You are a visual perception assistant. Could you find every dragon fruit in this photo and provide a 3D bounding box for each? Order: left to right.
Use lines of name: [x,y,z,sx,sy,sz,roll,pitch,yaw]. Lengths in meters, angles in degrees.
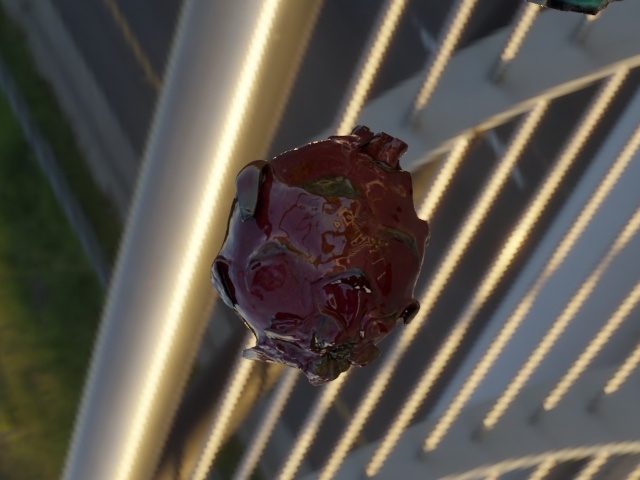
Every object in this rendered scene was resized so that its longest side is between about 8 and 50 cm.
dragon fruit: [0.000,0.000,0.986,0.133,0.166,0.136,32,155,-20]

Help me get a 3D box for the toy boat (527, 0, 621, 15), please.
toy boat: [0.160,-0.223,1.117,0.134,0.299,0.092,28,110,12]
